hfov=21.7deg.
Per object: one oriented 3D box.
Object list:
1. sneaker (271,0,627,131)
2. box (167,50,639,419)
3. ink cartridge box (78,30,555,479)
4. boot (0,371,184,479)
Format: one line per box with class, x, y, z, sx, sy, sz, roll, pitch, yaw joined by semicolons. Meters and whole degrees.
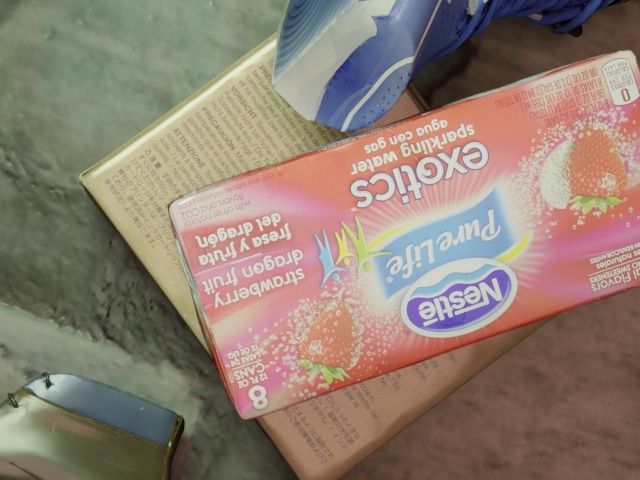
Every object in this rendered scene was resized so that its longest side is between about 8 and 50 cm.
sneaker;0.111;-0.170;0.951;0.182;0.127;0.315;36;51;-14
box;0.054;-0.004;0.903;0.257;0.128;0.123;-19;93;-5
ink cartridge box;0.000;0.000;1.006;0.193;0.088;0.235;-36;93;-5
boot;-0.190;0.120;1.013;0.219;0.082;0.106;23;67;-1
